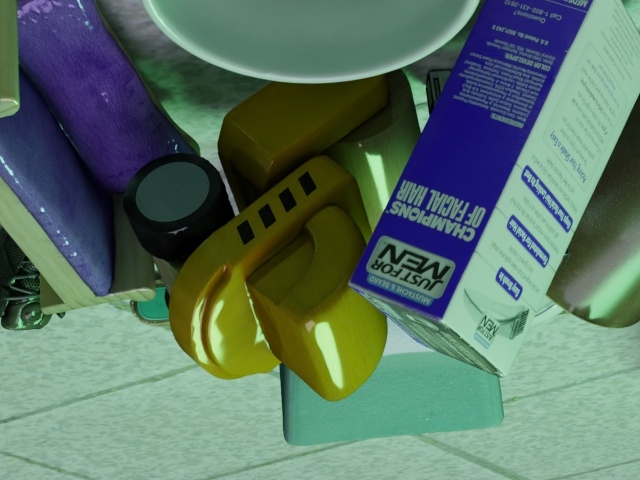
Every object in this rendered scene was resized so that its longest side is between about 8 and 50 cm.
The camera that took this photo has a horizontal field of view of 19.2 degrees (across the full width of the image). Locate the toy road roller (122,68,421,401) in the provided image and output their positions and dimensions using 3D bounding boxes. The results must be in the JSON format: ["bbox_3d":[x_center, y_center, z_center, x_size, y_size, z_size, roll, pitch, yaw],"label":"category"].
[{"bbox_3d":[0.000,0.000,1.768,0.329,0.240,0.202,-38,143,-17],"label":"toy road roller"}]

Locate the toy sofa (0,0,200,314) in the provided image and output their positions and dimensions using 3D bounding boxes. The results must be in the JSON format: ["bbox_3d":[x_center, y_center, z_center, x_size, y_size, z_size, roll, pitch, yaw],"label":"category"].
[{"bbox_3d":[-0.237,-0.085,1.723,0.177,0.150,0.362,-12,148,10],"label":"toy sofa"}]

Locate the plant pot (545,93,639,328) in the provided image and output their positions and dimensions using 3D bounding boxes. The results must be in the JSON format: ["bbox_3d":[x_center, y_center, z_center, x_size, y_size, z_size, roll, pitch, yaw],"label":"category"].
[{"bbox_3d":[0.332,-0.062,1.959,0.215,0.215,0.230,11,137,-35],"label":"plant pot"}]

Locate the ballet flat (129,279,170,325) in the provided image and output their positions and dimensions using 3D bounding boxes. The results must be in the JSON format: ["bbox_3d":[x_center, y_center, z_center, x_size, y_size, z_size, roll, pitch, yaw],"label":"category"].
[{"bbox_3d":[-0.132,0.069,2.321,0.206,0.073,0.067,2,-176,-12],"label":"ballet flat"}]

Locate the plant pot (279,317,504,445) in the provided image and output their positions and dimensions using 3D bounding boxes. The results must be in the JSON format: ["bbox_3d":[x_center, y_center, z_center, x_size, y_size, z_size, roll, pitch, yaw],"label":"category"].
[{"bbox_3d":[0.065,0.045,2.082,0.247,0.248,0.252,-6,140,0],"label":"plant pot"}]

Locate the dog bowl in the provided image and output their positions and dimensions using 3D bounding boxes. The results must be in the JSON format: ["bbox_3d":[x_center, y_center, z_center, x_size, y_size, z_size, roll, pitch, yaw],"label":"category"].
[{"bbox_3d":[-0.008,-0.236,1.456,0.265,0.104,0.265,0,150,0],"label":"dog bowl"}]

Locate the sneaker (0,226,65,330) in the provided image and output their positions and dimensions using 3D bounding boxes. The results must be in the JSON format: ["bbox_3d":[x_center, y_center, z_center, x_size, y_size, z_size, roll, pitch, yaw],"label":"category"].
[{"bbox_3d":[-0.301,0.018,2.055,0.087,0.130,0.227,3,154,-25],"label":"sneaker"}]

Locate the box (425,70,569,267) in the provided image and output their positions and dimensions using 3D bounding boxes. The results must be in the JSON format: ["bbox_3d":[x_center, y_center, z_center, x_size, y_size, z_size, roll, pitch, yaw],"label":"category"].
[{"bbox_3d":[0.171,-0.070,1.850,0.114,0.207,0.036,-4,157,-5],"label":"box"}]

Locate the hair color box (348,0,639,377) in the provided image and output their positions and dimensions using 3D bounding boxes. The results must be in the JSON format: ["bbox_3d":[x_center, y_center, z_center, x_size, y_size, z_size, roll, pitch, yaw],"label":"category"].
[{"bbox_3d":[0.168,-0.066,1.701,0.110,0.339,0.185,20,170,29],"label":"hair color box"}]

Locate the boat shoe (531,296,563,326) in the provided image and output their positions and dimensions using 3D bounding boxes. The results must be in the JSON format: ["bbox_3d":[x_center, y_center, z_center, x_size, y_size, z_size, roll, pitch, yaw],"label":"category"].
[{"bbox_3d":[0.189,0.059,2.328,0.267,0.096,0.088,-9,164,29],"label":"boat shoe"}]

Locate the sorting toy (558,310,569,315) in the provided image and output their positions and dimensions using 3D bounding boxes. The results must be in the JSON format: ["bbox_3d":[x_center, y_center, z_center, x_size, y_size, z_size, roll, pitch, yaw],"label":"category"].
[{"bbox_3d":[0.313,0.064,2.432,0.083,0.045,0.075,-9,150,8],"label":"sorting toy"}]
